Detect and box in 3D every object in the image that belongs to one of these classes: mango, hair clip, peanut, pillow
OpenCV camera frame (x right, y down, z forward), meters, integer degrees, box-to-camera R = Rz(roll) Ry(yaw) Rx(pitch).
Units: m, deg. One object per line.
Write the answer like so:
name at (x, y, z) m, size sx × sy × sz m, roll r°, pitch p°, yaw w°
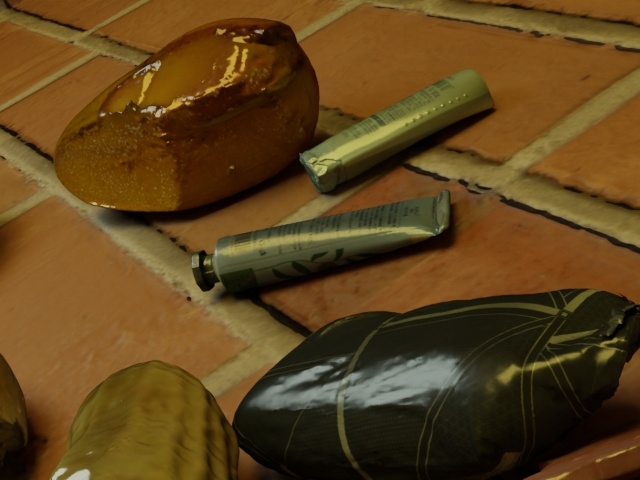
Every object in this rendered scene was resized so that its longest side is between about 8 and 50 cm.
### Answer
mango at (-0.162, -0.129, 1.412) m, size 0.350 × 0.201 × 0.199 m, roll -19°, pitch -11°, yaw 30°
hair clip at (0.171, 0.129, 0.711) m, size 0.123 × 0.102 × 0.138 m, roll -20°, pitch 26°, yaw 8°
peanut at (-0.124, 0.169, 0.832) m, size 0.147 × 0.147 × 0.305 m, roll -23°, pitch 19°, yaw 4°
pillow at (0.073, 0.097, 0.832) m, size 0.335 × 0.092 × 0.161 m, roll -14°, pitch 29°, yaw 48°

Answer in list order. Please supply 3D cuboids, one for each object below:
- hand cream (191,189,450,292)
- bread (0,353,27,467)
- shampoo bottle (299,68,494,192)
hand cream at (0.000, 0.000, 1.154) m, size 0.256 × 0.055 × 0.088 m, roll -15°, pitch 20°, yaw 14°
bread at (-0.406, 0.142, 1.115) m, size 0.314 × 0.171 × 0.192 m, roll -15°, pitch 32°, yaw 19°
shampoo bottle at (0.081, -0.119, 1.304) m, size 0.212 × 0.049 × 0.072 m, roll -27°, pitch 30°, yaw -6°
